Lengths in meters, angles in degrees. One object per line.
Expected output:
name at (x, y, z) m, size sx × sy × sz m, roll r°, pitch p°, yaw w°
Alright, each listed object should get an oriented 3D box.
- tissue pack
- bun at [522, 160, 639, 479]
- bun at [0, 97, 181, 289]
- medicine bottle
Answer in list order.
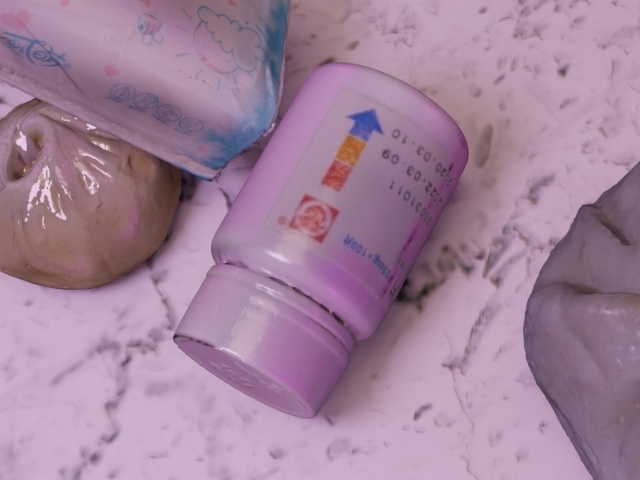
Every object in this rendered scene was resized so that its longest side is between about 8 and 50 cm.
tissue pack at (-0.159, -0.194, 1.221) m, size 0.124 × 0.271 × 0.201 m, roll -37°, pitch 39°, yaw 41°
bun at (0.315, 0.058, 1.052) m, size 0.354 × 0.194 × 0.354 m, roll -11°, pitch 58°, yaw 18°
bun at (-0.221, -0.054, 1.298) m, size 0.193 × 0.128 × 0.178 m, roll 7°, pitch 69°, yaw 20°
medicine bottle at (0.000, 0.000, 1.201) m, size 0.152 × 0.152 × 0.254 m, roll 22°, pitch 74°, yaw 23°
